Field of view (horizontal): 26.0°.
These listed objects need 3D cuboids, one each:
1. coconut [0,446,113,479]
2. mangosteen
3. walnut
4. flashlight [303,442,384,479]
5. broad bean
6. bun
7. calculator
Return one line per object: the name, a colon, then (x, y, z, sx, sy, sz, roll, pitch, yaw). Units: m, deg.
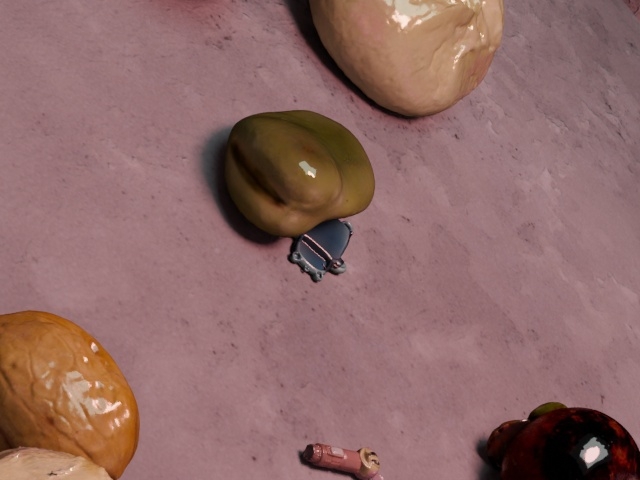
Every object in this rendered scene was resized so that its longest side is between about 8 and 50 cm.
coconut: (-0.224, 0.247, 1.061, 0.194, 0.194, 0.194, 31, 36, -26)
mangosteen: (0.296, 0.276, 1.692, 0.200, 0.200, 0.200, 31, 36, -26)
walnut: (-0.236, 0.141, 1.194, 0.180, 0.144, 0.144, 50, 32, 5)
flashlight: (0.029, 0.238, 1.513, 0.110, 0.031, 0.052, 19, 43, -39)
broad bean: (-0.027, -0.089, 1.724, 0.189, 0.121, 0.263, 37, 20, 10)
bun: (0.140, -0.366, 2.120, 0.361, 0.213, 0.361, 32, 38, -29)
calculator: (0.000, 0.000, 1.744, 0.094, 0.019, 0.141, 42, 34, -10)
